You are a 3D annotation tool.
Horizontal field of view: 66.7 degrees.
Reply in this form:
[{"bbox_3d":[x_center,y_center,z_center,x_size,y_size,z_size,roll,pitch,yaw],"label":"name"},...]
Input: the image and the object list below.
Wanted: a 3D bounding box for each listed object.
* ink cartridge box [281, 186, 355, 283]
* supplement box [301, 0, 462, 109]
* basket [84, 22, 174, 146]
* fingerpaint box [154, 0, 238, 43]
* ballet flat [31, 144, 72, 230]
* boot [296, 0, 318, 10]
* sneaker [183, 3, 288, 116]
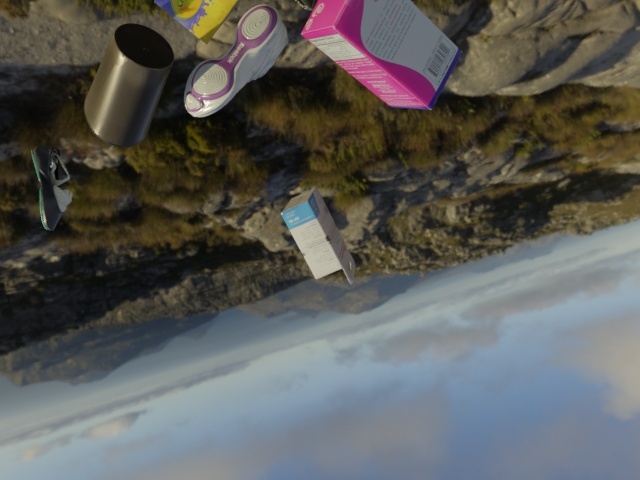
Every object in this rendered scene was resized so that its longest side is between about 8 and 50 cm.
[{"bbox_3d":[0.000,0.000,0.929,0.060,0.180,0.104,-23,-165,16],"label":"ink cartridge box"},{"bbox_3d":[0.099,-0.315,0.774,0.220,0.111,0.114,28,180,-34],"label":"supplement box"},{"bbox_3d":[-0.433,-0.360,1.110,0.154,0.204,0.227,11,148,-33],"label":"basket"},{"bbox_3d":[-0.182,-0.758,1.201,0.163,0.371,0.445,35,124,-23],"label":"fingerpaint box"},{"bbox_3d":[-0.614,-0.126,1.123,0.074,0.203,0.074,-13,171,-2],"label":"ballet flat"},{"bbox_3d":[-0.061,-0.558,0.948,0.085,0.236,0.178,-31,-159,7],"label":"boot"},{"bbox_3d":[-0.186,-0.395,1.142,0.305,0.114,0.152,-42,169,9],"label":"sneaker"}]
